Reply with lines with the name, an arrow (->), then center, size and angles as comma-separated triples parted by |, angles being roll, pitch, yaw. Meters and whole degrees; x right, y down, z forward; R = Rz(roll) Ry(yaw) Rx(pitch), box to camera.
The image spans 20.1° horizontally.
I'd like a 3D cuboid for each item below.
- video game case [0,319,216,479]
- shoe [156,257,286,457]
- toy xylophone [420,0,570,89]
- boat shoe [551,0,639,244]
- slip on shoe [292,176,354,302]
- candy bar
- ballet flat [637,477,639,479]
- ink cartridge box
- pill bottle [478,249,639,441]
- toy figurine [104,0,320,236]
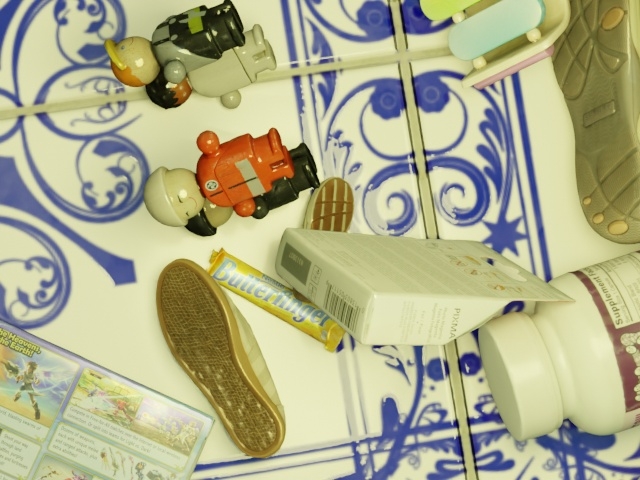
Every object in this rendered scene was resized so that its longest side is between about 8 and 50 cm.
video game case -> -0.275, 0.231, 1.788 | 0.269, 0.061, 0.244 | 25, 85, -4
shoe -> -0.099, 0.119, 1.822 | 0.076, 0.058, 0.219 | -28, 85, 13
toy xylophone -> 0.164, -0.329, 1.812 | 0.236, 0.081, 0.323 | -35, 83, 37
boat shoe -> 0.327, -0.168, 1.860 | 0.130, 0.132, 0.355 | 3, 79, -32
slip on shoe -> 0.000, 0.000, 1.842 | 0.051, 0.041, 0.135 | 18, 68, -26
candy bar -> -0.046, 0.059, 1.845 | 0.161, 0.018, 0.040 | 30, 84, -4
ballet flat -> 0.496, 0.214, 1.838 | 0.400, 0.139, 0.139 | -34, 90, -6
ink cartridge box -> 0.099, 0.046, 1.753 | 0.232, 0.189, 0.066 | 8, 105, -31
pill bottle -> 0.319, 0.097, 1.804 | 0.301, 0.169, 0.169 | -18, 88, -6
toy figurine -> -0.110, -0.114, 1.758 | 0.148, 0.213, 0.210 | -21, 85, 9
